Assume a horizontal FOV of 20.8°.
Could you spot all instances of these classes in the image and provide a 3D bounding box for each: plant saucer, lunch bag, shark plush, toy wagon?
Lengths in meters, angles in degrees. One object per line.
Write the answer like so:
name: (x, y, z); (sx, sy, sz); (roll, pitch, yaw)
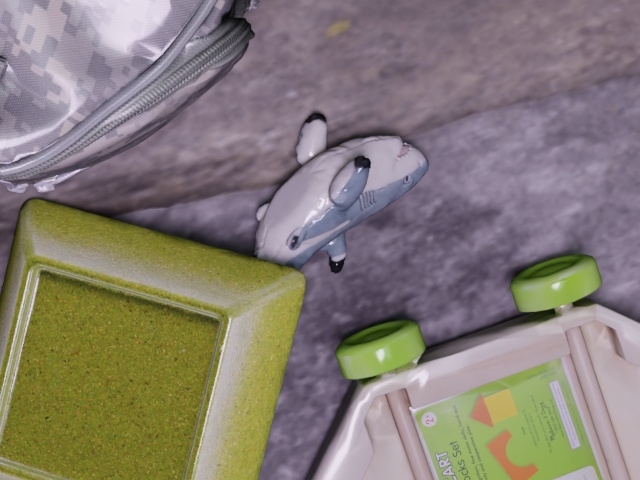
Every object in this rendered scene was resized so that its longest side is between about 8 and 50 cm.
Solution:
plant saucer: (-0.122, 0.087, 1.039); (0.188, 0.045, 0.188); (15, 95, 13)
lunch bag: (-0.135, -0.150, 0.918); (0.212, 0.305, 0.256); (31, 89, -7)
shark plush: (0.000, 0.000, 1.074); (0.067, 0.073, 0.161); (34, 87, -39)
toy wagon: (0.093, 0.173, 1.097); (0.344, 0.068, 0.267); (-20, 98, -4)
